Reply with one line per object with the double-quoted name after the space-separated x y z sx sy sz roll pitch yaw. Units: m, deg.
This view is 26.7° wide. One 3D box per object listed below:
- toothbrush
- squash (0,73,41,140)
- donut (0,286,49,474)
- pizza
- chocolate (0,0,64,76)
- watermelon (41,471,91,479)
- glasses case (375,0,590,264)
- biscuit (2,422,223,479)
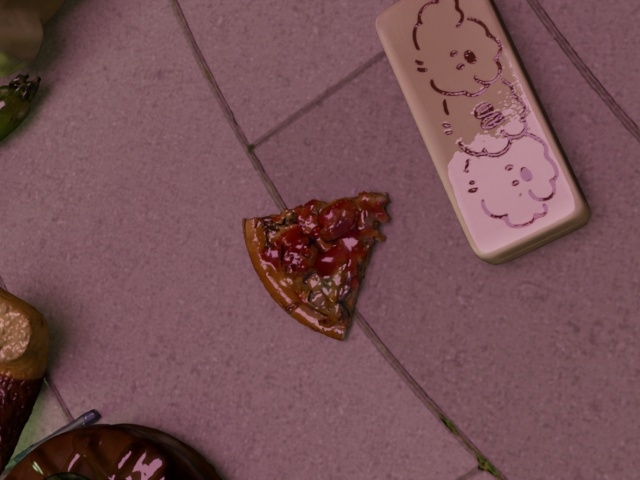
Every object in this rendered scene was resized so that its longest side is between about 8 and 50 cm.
-0.381 0.281 1.782 0.219 0.019 0.016 -32 75 13 "toothbrush"
-0.514 -0.147 1.868 0.318 0.071 0.080 -17 39 21 "squash"
-0.421 0.183 1.754 0.112 0.151 0.295 19 102 9 "donut"
0.000 0.000 1.656 0.201 0.053 0.193 42 98 21 "pizza"
-0.490 -0.368 1.751 0.314 0.326 0.297 -41 63 45 "chocolate"
-0.305 0.322 1.585 0.109 0.109 0.109 -3 81 21 "watermelon"
0.189 -0.147 1.592 0.144 0.076 0.336 -28 74 16 "glasses case"
-0.229 0.377 1.659 0.366 0.115 0.268 43 99 19 "biscuit"
